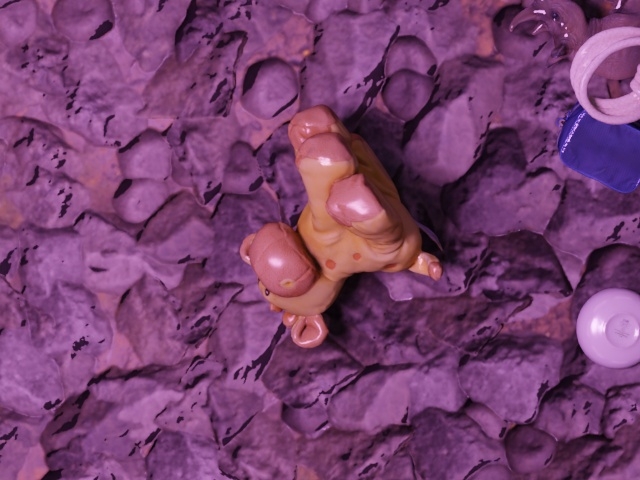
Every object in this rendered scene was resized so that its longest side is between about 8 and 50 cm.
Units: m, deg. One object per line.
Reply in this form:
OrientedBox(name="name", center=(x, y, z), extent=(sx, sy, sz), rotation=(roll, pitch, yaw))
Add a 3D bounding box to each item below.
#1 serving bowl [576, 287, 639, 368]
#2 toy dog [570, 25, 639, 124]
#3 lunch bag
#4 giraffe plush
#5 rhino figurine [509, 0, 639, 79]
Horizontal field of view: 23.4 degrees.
OrientedBox(name="serving bowl", center=(0.302, 0.090, 1.563), extent=(0.083, 0.027, 0.083), rotation=(0, 91, 0))
OrientedBox(name="toy dog", center=(0.391, -0.209, 1.443), extent=(0.220, 0.161, 0.333), rotation=(38, 103, -8))
OrientedBox(name="lunch bag", center=(0.280, -0.098, 1.538), extent=(0.098, 0.065, 0.067), rotation=(28, 107, -2))
OrientedBox(name="giraffe plush", center=(0.000, 0.000, 1.513), extent=(0.170, 0.181, 0.210), rotation=(-36, 126, 11))
OrientedBox(name="rhino figurine", center=(0.308, -0.212, 1.528), extent=(0.243, 0.073, 0.106), rotation=(-1, 91, -1))
